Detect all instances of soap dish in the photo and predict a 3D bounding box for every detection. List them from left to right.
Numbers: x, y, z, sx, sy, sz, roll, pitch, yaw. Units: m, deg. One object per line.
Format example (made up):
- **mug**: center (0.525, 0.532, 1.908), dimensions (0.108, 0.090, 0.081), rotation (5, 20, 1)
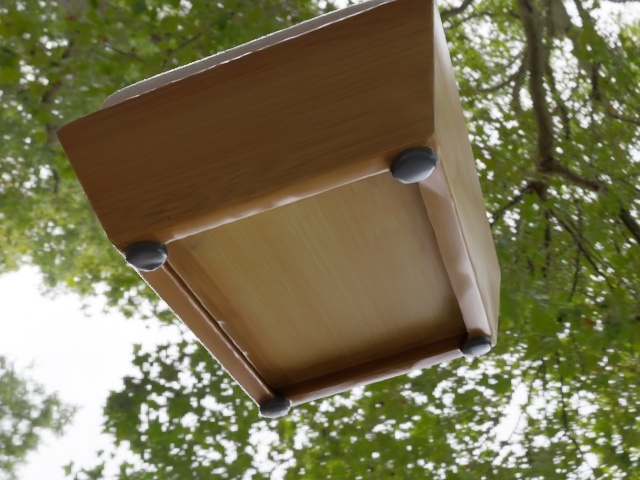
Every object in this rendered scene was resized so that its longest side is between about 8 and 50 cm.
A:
- **soap dish**: center (0.000, 0.000, 0.534), dimensions (0.229, 0.291, 0.118), rotation (-18, -128, 8)
